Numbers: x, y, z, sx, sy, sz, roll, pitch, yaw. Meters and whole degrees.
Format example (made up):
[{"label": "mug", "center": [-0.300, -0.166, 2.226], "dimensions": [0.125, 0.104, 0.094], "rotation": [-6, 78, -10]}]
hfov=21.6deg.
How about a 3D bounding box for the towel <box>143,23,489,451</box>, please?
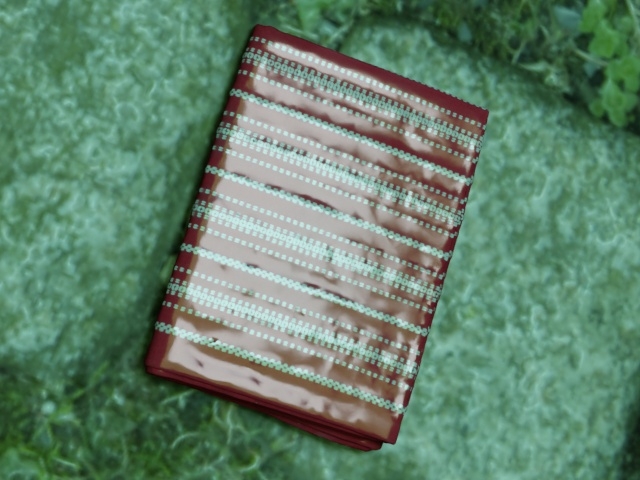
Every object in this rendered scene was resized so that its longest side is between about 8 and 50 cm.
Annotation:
[{"label": "towel", "center": [0.000, 0.000, 1.232], "dimensions": [0.199, 0.031, 0.275], "rotation": [19, 80, -13]}]
